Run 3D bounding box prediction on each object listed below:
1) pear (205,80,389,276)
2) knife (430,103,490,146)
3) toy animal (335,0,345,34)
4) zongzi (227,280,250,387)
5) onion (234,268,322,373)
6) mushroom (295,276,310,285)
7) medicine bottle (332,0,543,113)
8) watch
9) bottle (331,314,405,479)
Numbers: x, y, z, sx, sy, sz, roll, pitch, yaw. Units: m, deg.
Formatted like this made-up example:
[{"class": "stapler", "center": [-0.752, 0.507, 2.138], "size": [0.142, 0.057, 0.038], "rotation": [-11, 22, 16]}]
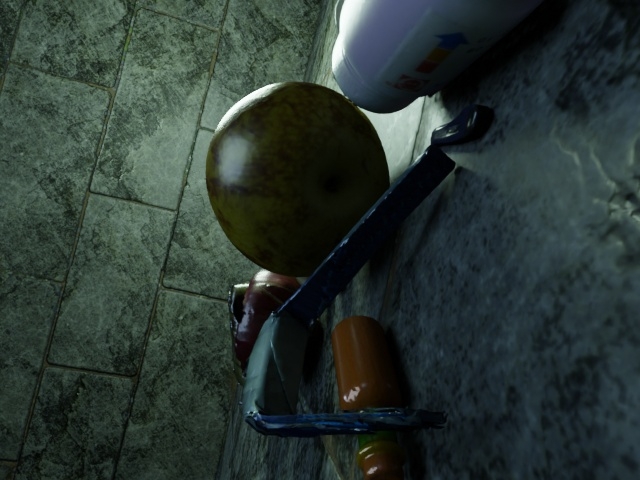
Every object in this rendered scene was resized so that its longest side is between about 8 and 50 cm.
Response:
[{"class": "pear", "center": [-0.035, -0.083, 0.635], "size": [0.280, 0.280, 0.281], "rotation": [-167, 90, -79]}, {"class": "knife", "center": [0.139, -0.116, 0.455], "size": [0.121, 0.018, 0.031], "rotation": [-153, 69, -79]}, {"class": "toy animal", "center": [0.122, -0.374, 0.707], "size": [0.221, 0.130, 0.104], "rotation": [-52, -47, -49]}, {"class": "zongzi", "center": [-0.134, 0.254, 1.019], "size": [0.300, 0.138, 0.286], "rotation": [-149, 53, -70]}, {"class": "onion", "center": [-0.087, 0.171, 0.886], "size": [0.248, 0.161, 0.248], "rotation": [-160, 90, -87]}, {"class": "mushroom", "center": [0.000, -0.001, 0.807], "size": [0.088, 0.096, 0.213], "rotation": [-49, 28, 45]}, {"class": "medicine bottle", "center": [0.101, -0.232, 0.438], "size": [0.254, 0.151, 0.152], "rotation": [166, 116, -78]}, {"class": "watch", "center": [0.020, 0.066, 0.458], "size": [0.274, 0.068, 0.276], "rotation": [-37, 30, 49]}, {"class": "bottle", "center": [0.050, 0.161, 0.451], "size": [0.187, 0.069, 0.069], "rotation": [-95, 21, -61]}]
